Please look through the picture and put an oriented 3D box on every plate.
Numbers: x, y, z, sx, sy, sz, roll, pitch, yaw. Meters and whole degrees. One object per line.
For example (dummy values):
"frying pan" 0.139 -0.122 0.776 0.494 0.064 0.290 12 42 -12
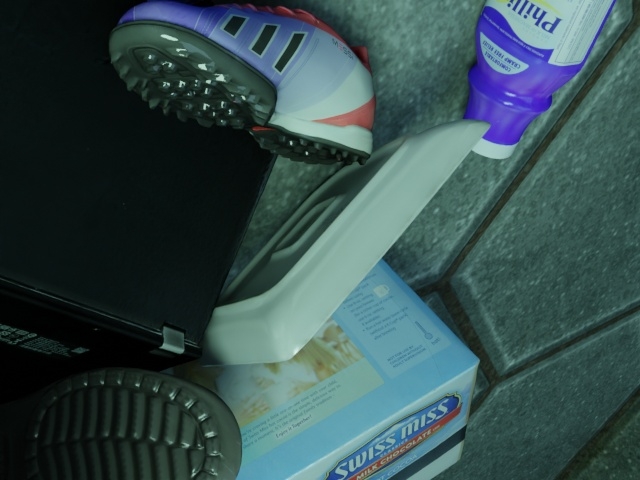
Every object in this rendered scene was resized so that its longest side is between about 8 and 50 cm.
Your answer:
"plate" 0.000 0.000 0.806 0.277 0.045 0.278 -48 -169 -21

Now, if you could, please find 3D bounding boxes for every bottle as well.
"bottle" 0.219 -0.215 0.881 0.092 0.118 0.283 -15 139 -37

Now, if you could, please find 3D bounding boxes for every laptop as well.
"laptop" -0.263 -0.035 0.704 0.408 0.236 0.382 -21 152 22

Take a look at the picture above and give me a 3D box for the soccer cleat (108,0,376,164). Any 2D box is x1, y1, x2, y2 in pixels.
"soccer cleat" -0.047 -0.143 0.695 0.318 0.108 0.116 14 81 -59

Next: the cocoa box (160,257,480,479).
"cocoa box" -0.025 0.204 1.009 0.347 0.231 0.228 -26 143 -21

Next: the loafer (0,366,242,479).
"loafer" -0.222 0.198 0.801 0.366 0.134 0.130 -9 161 23

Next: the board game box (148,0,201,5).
"board game box" -0.025 -0.234 0.568 0.160 0.047 0.210 -31 -178 -26
